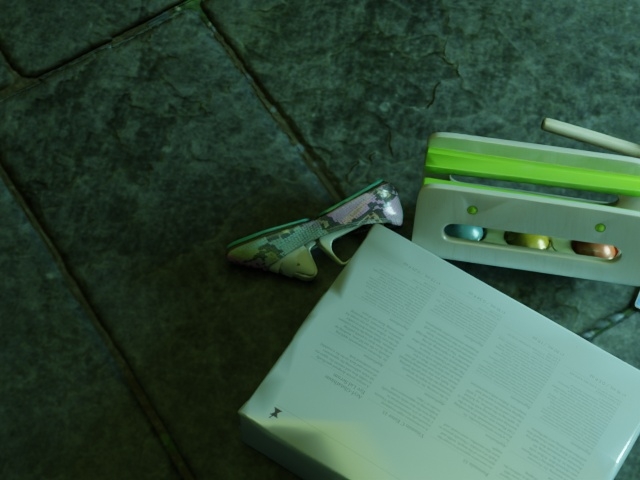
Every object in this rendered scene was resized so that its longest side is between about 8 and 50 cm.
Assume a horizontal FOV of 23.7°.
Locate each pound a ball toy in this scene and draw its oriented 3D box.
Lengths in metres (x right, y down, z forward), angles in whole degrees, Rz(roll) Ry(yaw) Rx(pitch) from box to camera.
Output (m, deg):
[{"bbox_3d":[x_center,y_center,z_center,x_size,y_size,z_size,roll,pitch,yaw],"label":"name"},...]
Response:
[{"bbox_3d":[0.277,-0.044,1.813,0.319,0.136,0.208,8,36,4],"label":"pound a ball toy"}]

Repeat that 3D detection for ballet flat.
[{"bbox_3d":[0.000,0.000,1.806,0.221,0.077,0.079,-23,83,-13],"label":"ballet flat"}]

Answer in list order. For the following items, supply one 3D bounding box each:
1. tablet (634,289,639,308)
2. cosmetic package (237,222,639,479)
[{"bbox_3d":[0.411,0.054,1.811,0.054,0.006,0.083,22,64,11],"label":"tablet"},{"bbox_3d":[0.142,0.191,1.683,0.377,0.097,0.284,30,64,15],"label":"cosmetic package"}]
